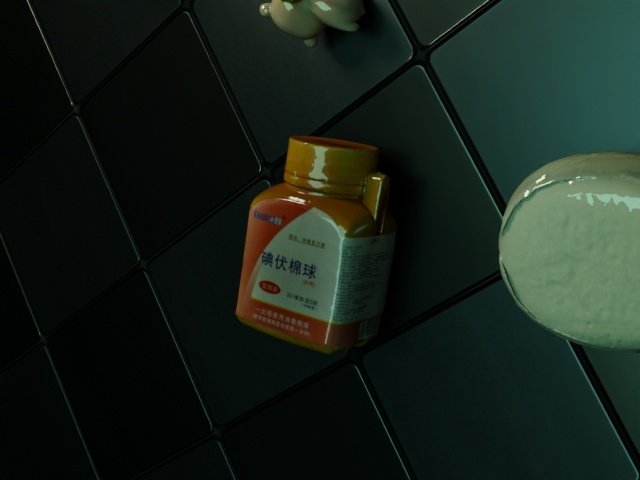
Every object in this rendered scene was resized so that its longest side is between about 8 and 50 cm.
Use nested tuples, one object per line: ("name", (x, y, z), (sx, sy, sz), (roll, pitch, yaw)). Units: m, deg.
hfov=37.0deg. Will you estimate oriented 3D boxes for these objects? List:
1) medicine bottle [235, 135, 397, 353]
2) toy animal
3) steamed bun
("medicine bottle", (0.000, 0.000, 1.071), (0.149, 0.112, 0.222), (15, 103, 33))
("toy animal", (-0.007, -0.263, 1.081), (0.114, 0.091, 0.082), (22, 129, 1))
("steamed bun", (0.281, 0.007, 0.864), (0.228, 0.131, 0.177), (8, 109, 33))
